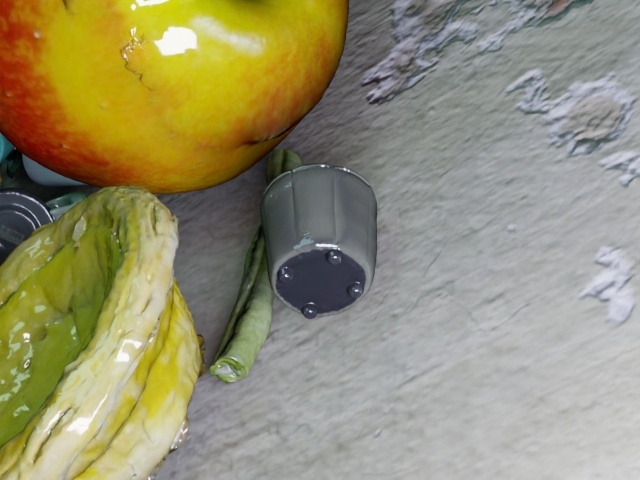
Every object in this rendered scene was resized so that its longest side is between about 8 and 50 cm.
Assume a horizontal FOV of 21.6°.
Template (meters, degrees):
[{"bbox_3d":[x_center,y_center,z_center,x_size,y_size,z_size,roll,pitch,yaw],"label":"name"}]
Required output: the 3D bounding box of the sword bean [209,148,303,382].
[{"bbox_3d":[-0.048,0.014,1.424,0.043,0.038,0.269,-1,43,13],"label":"sword bean"}]

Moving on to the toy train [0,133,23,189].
[{"bbox_3d":[-0.353,-0.120,1.820,0.159,0.101,0.248,-54,8,29],"label":"toy train"}]

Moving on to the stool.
[{"bbox_3d":[0.000,0.000,1.332,0.096,0.096,0.110,-27,39,23],"label":"stool"}]

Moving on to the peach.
[{"bbox_3d":[-0.161,-0.218,1.536,0.370,0.370,0.370,-29,32,20],"label":"peach"}]

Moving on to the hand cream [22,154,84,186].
[{"bbox_3d":[-0.185,-0.100,1.718,0.321,0.067,0.109,-4,47,40],"label":"hand cream"}]

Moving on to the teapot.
[{"bbox_3d":[-0.301,-0.011,1.722,0.091,0.124,0.092,-123,41,-76],"label":"teapot"}]

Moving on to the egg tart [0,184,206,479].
[{"bbox_3d":[-0.210,0.122,1.355,0.345,0.132,0.345,-35,32,26],"label":"egg tart"}]
